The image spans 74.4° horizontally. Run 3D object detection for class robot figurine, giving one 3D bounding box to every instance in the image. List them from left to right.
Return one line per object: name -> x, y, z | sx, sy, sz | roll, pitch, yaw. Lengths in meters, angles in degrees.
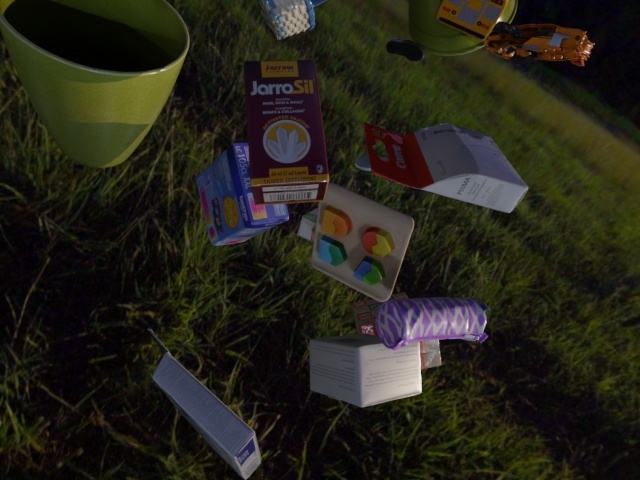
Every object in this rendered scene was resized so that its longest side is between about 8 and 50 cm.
robot figurine -> 0.611, -0.571, 1.219 | 0.291, 0.085, 0.211 | 25, 22, 35

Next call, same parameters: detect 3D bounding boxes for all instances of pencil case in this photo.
pencil case -> 0.199, 0.147, 0.749 | 0.206, 0.086, 0.088 | 2, 51, -24

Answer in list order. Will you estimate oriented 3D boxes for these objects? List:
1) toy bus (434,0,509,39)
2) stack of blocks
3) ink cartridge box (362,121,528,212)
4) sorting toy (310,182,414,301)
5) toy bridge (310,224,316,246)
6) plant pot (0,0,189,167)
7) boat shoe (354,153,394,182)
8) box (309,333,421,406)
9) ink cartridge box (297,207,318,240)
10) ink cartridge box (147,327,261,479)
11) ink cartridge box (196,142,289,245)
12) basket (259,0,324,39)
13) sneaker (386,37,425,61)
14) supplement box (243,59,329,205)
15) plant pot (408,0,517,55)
toy bus -> 0.321, -0.537, 0.804 | 0.108, 0.130, 0.333 | 24, 69, 2
stack of blocks -> 0.199, 0.252, 1.177 | 0.171, 0.087, 0.297 | -11, 14, -3
ink cartridge box -> 0.315, -0.235, 1.129 | 0.385, 0.091, 0.308 | 15, 37, -11
sorting toy -> 0.069, 0.011, 0.834 | 0.193, 0.208, 0.038 | 26, 40, 19
toy bridge -> 0.000, 0.000, 1.354 | 0.026, 0.063, 0.188 | 47, 3, -26
plant pot -> -0.407, -0.277, 0.769 | 0.274, 0.293, 0.275 | 15, 51, -20
boat shoe -> 0.206, -0.235, 1.409 | 0.183, 0.083, 0.065 | 10, 61, 22
box -> 0.097, 0.278, 0.939 | 0.182, 0.181, 0.119 | 4, 82, -35
ink cartridge box -> 0.036, -0.056, 1.599 | 0.154, 0.093, 0.212 | 24, 26, 19
ink cartridge box -> -0.188, 0.262, 0.654 | 0.224, 0.223, 0.045 | 36, 59, 20
ink cartridge box -> -0.259, -0.157, 1.421 | 0.151, 0.395, 0.270 | -11, 84, -39
basket -> -0.069, -0.857, 1.466 | 0.201, 0.289, 0.255 | 64, -1, -3
sneaker -> 0.274, -0.601, 1.320 | 0.089, 0.051, 0.170 | -24, 44, -38
supplement box -> -0.051, -0.152, 0.599 | 0.104, 0.081, 0.188 | -5, 76, -6
plant pot -> 0.431, -0.862, 1.341 | 0.366, 0.366, 0.353 | 59, 9, 28
